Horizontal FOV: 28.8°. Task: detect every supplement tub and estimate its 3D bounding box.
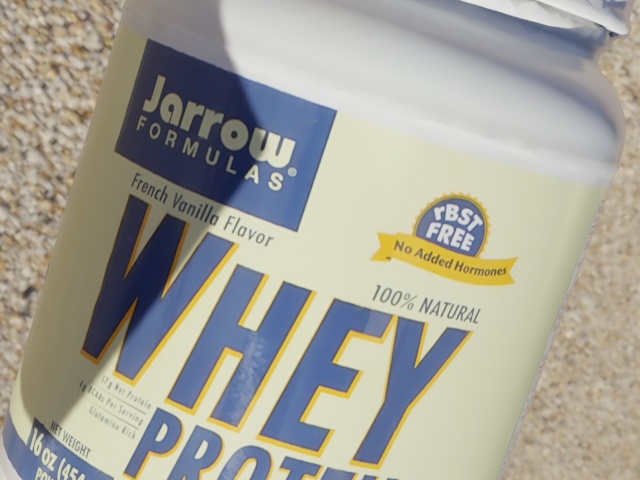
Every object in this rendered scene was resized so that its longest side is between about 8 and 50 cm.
[{"bbox_3d":[0.000,0.000,0.582,0.235,0.235,0.325,6,106,-49],"label":"supplement tub"}]
